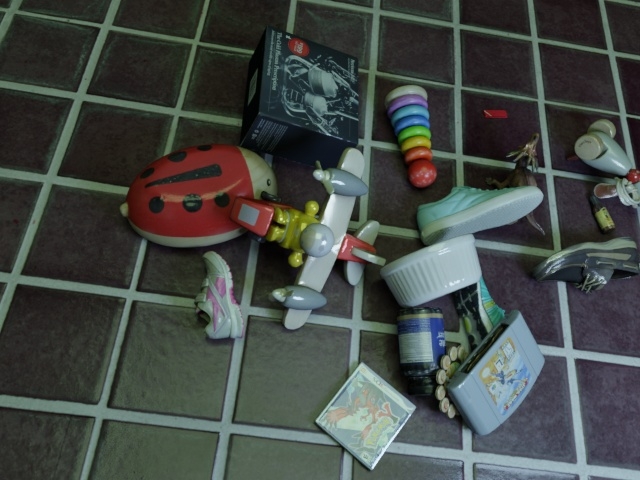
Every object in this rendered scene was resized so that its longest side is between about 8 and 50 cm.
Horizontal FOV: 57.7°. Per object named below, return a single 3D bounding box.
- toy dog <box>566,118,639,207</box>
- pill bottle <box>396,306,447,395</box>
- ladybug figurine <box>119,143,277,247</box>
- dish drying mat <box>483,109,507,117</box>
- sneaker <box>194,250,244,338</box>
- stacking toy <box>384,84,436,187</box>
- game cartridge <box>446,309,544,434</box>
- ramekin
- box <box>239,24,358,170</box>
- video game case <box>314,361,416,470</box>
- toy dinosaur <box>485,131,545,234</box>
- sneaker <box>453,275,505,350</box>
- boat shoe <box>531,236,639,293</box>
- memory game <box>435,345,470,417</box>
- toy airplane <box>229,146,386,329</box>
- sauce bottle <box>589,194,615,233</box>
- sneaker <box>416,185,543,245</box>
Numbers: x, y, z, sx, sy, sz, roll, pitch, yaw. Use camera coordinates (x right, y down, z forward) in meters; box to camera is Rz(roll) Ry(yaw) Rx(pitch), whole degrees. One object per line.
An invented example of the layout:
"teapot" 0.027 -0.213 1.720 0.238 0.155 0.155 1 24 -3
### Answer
"toy dog" 0.928 -0.224 1.885 0.220 0.161 0.334 -9 69 -29
"pill bottle" 0.267 0.289 1.515 0.122 0.123 0.220 -1 77 -9
"ladybug figurine" -0.335 -0.142 1.627 0.448 0.162 0.305 -18 68 -17
"dish drying mat" 0.605 -0.438 2.009 0.083 0.008 0.032 -2 63 -10
"sneaker" -0.281 0.145 1.524 0.111 0.103 0.253 -12 65 -16
"stacking toy" 0.295 -0.319 1.845 0.141 0.141 0.331 -3 71 -10
"game cartridge" 0.465 0.349 1.509 0.297 0.062 0.198 -42 107 -23
"ramekin" 0.304 0.090 1.561 0.272 0.273 0.127 -18 80 -17
"box" -0.058 -0.424 1.761 0.312 0.179 0.344 13 61 -22
"video game case" 0.116 0.443 1.479 0.183 0.023 0.201 38 64 11
"toy dinosaur" 0.618 -0.167 1.765 0.127 0.200 0.296 -4 65 -11
"sneaker" 0.455 0.198 1.630 0.109 0.107 0.276 0 68 -29
"boat shoe" 0.797 0.082 1.708 0.354 0.132 0.130 -11 65 -13
"memory game" 0.348 0.362 1.492 0.012 0.186 0.186 1 51 43
"toy airplane" 0.000 0.000 1.520 0.384 0.272 0.387 -25 100 -4
"sauce bottle" 0.898 -0.085 1.857 0.042 0.042 0.128 -9 64 -13
"sneaker" 0.453 -0.113 1.701 0.365 0.135 0.150 -18 62 7
